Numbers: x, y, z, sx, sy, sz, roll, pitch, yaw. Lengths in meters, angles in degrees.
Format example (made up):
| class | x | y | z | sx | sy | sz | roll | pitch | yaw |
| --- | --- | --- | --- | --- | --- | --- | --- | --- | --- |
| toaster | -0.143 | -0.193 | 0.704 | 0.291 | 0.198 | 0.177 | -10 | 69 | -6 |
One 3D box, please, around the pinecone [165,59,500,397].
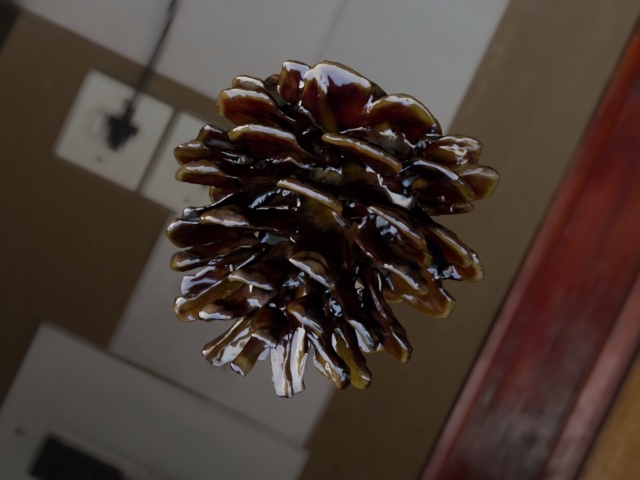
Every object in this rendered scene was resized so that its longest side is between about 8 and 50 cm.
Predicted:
| class | x | y | z | sx | sy | sz | roll | pitch | yaw |
| --- | --- | --- | --- | --- | --- | --- | --- | --- | --- |
| pinecone | 0.000 | 0.000 | 1.033 | 0.208 | 0.207 | 0.208 | 25 | -179 | -1 |
